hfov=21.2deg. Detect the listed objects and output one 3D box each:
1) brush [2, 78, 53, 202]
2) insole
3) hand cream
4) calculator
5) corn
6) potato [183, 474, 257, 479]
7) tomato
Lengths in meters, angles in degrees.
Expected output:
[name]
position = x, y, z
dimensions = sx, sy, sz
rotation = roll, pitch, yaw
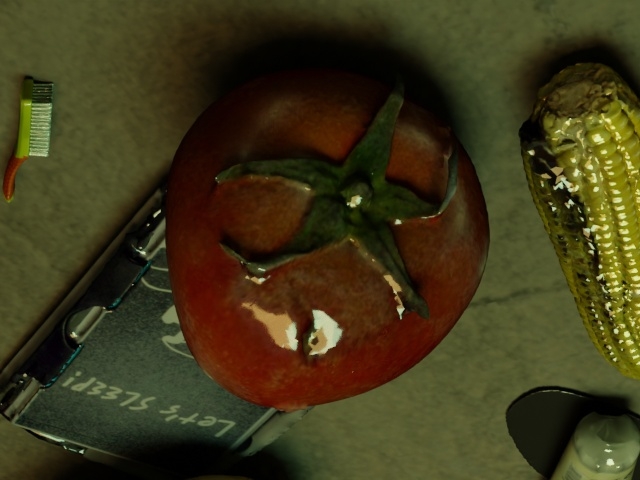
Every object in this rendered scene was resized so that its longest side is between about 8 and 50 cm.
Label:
[brush]
position = -0.151, -0.048, 0.887
dimensions = 0.021, 0.018, 0.083
rotation = 7, 138, -15
[insole]
position = 0.213, 0.156, 1.074
dimensions = 0.253, 0.005, 0.086
rotation = 33, 134, -25
[hand cream]
position = 0.166, 0.148, 1.048
dimensions = 0.061, 0.039, 0.143
rotation = 2, 148, -3
[calculator]
position = -0.075, 0.067, 1.000
dimensions = 0.166, 0.028, 0.274
rotation = 23, 138, -22
[corn]
position = 0.152, -0.003, 0.858
dimensions = 0.072, 0.072, 0.203
rotation = -10, 135, 19
[potato]
position = -0.100, 0.222, 1.093
dimensions = 0.234, 0.150, 0.146
rotation = -20, 99, 37
[tomato]
position = 0.000, 0.000, 0.827
dimensions = 0.167, 0.167, 0.167
rotation = 4, 138, 4
